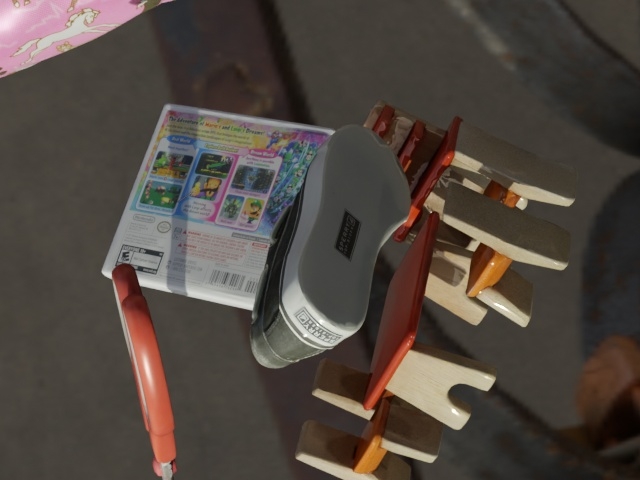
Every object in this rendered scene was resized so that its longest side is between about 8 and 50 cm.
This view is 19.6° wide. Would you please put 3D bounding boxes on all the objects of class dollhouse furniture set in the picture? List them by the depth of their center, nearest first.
[{"bbox_3d":[0.069,0.017,1.371,0.135,0.259,0.262,24,127,-6],"label":"dollhouse furniture set"}]

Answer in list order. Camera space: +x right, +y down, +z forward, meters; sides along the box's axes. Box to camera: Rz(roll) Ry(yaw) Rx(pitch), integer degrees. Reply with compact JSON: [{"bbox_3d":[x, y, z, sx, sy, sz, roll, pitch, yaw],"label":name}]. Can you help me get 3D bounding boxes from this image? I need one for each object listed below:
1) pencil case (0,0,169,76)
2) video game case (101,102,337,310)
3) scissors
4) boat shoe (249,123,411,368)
[{"bbox_3d":[-0.250,-0.218,1.591,0.386,0.160,0.167,-27,30,3],"label":"pencil case"},{"bbox_3d":[-0.074,-0.026,1.369,0.157,0.019,0.143,11,74,32],"label":"video game case"},{"bbox_3d":[-0.107,0.146,1.247,0.109,0.021,0.297,-119,19,-54],"label":"scissors"},{"bbox_3d":[0.000,0.000,1.229,0.078,0.219,0.070,44,125,-14],"label":"boat shoe"}]
